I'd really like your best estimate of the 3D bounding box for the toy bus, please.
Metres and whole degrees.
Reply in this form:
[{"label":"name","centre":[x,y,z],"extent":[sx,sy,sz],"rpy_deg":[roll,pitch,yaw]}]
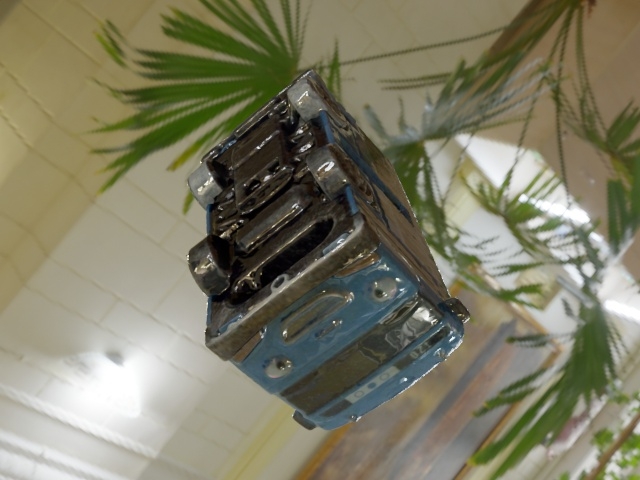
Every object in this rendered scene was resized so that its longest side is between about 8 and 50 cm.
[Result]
[{"label":"toy bus","centre":[0.000,0.000,0.543],"extent":[0.133,0.116,0.234],"rpy_deg":[46,-165,-27]}]
